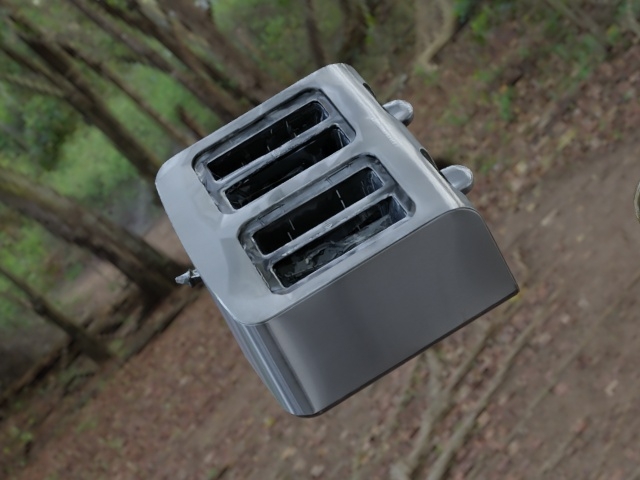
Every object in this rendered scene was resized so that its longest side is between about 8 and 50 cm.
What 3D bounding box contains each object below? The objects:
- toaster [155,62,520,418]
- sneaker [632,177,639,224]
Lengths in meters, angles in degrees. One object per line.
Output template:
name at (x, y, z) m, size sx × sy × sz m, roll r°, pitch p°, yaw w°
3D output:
toaster at (0.000, 0.000, 0.795) m, size 0.186 × 0.110 × 0.168 m, roll -31°, pitch 46°, yaw -4°
sneaker at (0.259, -0.065, 0.708) m, size 0.192 × 0.064 × 0.086 m, roll -35°, pitch 3°, yaw 18°
